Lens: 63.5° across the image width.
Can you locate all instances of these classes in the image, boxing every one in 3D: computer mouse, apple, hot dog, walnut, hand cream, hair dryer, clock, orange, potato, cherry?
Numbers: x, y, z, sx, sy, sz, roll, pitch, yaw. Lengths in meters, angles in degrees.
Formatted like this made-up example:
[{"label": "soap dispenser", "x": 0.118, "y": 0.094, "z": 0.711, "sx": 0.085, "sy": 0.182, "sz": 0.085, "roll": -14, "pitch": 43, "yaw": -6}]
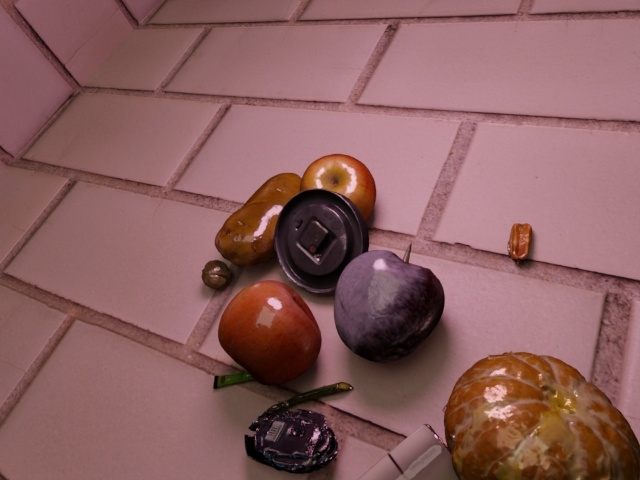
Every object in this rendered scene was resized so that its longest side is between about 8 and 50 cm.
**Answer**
[{"label": "computer mouse", "x": -0.065, "y": 0.454, "z": 1.149, "sx": 0.242, "sy": 0.077, "sz": 0.146, "roll": 3, "pitch": 36, "yaw": 30}, {"label": "apple", "x": 0.056, "y": -0.136, "z": 1.492, "sx": 0.210, "sy": 0.173, "sz": 0.234, "roll": -27, "pitch": 60, "yaw": 8}, {"label": "apple", "x": -0.126, "y": 0.228, "z": 1.257, "sx": 0.254, "sy": 0.253, "sz": 0.253, "roll": -11, "pitch": 51, "yaw": 15}, {"label": "hot dog", "x": 0.496, "y": 0.007, "z": 1.289, "sx": 0.056, "sy": 0.041, "sz": 0.133, "roll": 4, "pitch": 49, "yaw": 25}, {"label": "walnut", "x": -0.309, "y": 0.100, "z": 1.524, "sx": 0.092, "sy": 0.092, "sz": 0.092, "roll": -11, "pitch": 51, "yaw": 15}, {"label": "hand cream", "x": -0.221, "y": 0.356, "z": 1.329, "sx": 0.122, "sy": 0.023, "sz": 0.036, "roll": -15, "pitch": 51, "yaw": 17}, {"label": "hair dryer", "x": 0.239, "y": 0.543, "z": 0.945, "sx": 0.203, "sy": 0.128, "sz": 0.362, "roll": -37, "pitch": 57, "yaw": -8}, {"label": "clock", "x": 0.000, "y": 0.000, "z": 1.383, "sx": 0.281, "sy": 0.055, "sz": 0.280, "roll": 3, "pitch": 95, "yaw": 32}, {"label": "orange", "x": 0.375, "y": 0.353, "z": 0.909, "sx": 0.329, "sy": 0.249, "sz": 0.329, "roll": 14, "pitch": 28, "yaw": -8}, {"label": "potato", "x": -0.163, "y": -0.068, "z": 1.551, "sx": 0.176, "sy": 0.195, "sz": 0.369, "roll": 39, "pitch": 60, "yaw": -7}, {"label": "cherry", "x": 0.156, "y": 0.140, "z": 1.207, "sx": 0.255, "sy": 0.218, "sz": 0.296, "roll": 23, "pitch": 71, "yaw": 26}]

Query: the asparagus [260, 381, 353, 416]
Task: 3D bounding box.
[{"label": "asparagus", "x": -0.036, "y": 0.377, "z": 1.232, "sx": 0.236, "sy": 0.027, "sz": 0.034, "roll": -21, "pitch": 39, "yaw": 6}]
